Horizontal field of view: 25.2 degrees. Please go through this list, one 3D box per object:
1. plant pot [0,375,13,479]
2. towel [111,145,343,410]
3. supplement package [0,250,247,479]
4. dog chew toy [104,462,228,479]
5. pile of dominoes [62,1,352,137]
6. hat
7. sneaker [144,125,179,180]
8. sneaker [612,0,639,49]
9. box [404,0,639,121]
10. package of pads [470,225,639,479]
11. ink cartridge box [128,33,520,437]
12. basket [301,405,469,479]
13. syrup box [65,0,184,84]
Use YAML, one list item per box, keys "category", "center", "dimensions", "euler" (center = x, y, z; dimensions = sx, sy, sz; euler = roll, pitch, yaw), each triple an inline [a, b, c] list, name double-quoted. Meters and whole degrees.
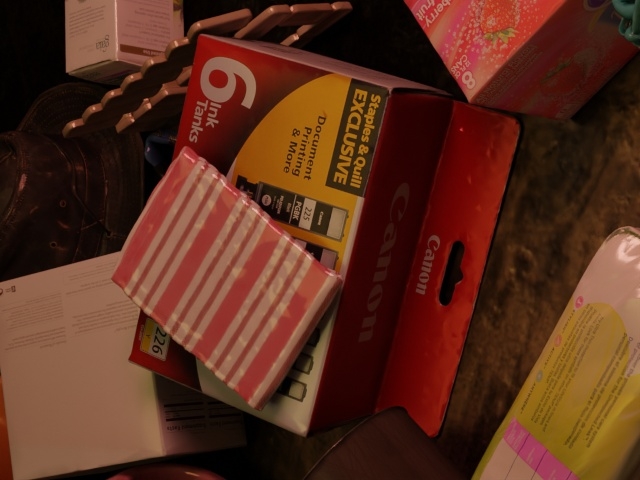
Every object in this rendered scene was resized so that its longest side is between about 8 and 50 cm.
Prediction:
- category: "plant pot"
  center: [-0.454, 0.302, 1.645]
  dimensions: [0.291, 0.290, 0.204]
  euler: [31, 125, 41]
- category: "towel"
  center: [-0.082, 0.031, 1.226]
  dimensions: [0.197, 0.029, 0.144]
  euler: [40, 112, 21]
- category: "supplement package"
  center: [-0.203, 0.127, 1.450]
  dimensions: [0.194, 0.149, 0.203]
  euler: [-14, 80, 29]
- category: "dog chew toy"
  center: [-0.156, 0.391, 1.395]
  dimensions: [0.206, 0.206, 0.332]
  euler: [19, 109, 43]
- category: "pile of dominoes"
  center: [-0.118, -0.176, 1.379]
  dimensions: [0.251, 0.196, 0.040]
  euler: [-31, 78, 39]
- category: "hat"
  center: [-0.333, -0.022, 1.626]
  dimensions: [0.331, 0.134, 0.331]
  euler: [-3, 85, 43]
- category: "sneaker"
  center: [-0.114, -0.031, 1.444]
  dimensions: [0.083, 0.087, 0.221]
  euler: [-54, 55, 29]
- category: "sneaker"
  center: [0.262, -0.161, 0.997]
  dimensions: [0.110, 0.275, 0.107]
  euler: [-17, 31, 20]
- category: "box"
  center: [0.215, -0.248, 1.100]
  dimensions: [0.300, 0.142, 0.154]
  euler: [-46, 59, 32]
- category: "package of pads"
  center: [0.226, 0.133, 1.007]
  dimensions: [0.101, 0.229, 0.297]
  euler: [41, 114, 38]
- category: "ink cartridge box"
  center: [0.000, 0.000, 1.266]
  dimensions: [0.271, 0.130, 0.310]
  euler: [19, 102, 29]
- category: "basket"
  center: [0.096, 0.269, 1.156]
  dimensions: [0.154, 0.204, 0.227]
  euler: [-43, 69, -11]
- category: "syrup box"
  center: [-0.213, -0.294, 1.550]
  dimensions: [0.093, 0.096, 0.237]
  euler: [-8, 82, 45]
